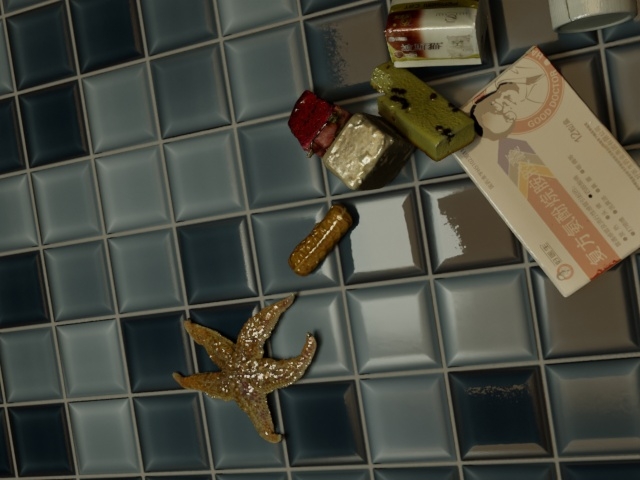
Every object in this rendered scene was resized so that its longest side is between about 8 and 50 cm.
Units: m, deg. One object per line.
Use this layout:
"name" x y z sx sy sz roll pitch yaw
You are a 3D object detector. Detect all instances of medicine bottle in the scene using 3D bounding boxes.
"medicine bottle" 0.404 -0.453 1.192 0.144 0.144 0.252 -9 90 21

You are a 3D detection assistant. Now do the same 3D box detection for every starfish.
"starfish" -0.154 0.234 1.500 0.302 0.060 0.299 7 99 21

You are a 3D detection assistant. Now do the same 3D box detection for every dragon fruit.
"dragon fruit" 0.011 -0.196 1.388 0.102 0.096 0.147 -51 34 13

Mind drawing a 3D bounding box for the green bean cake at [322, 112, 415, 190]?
"green bean cake" 0.085 -0.147 1.315 0.085 0.179 0.109 41 106 14

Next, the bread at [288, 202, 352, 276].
"bread" 0.000 0.000 1.430 0.052 0.044 0.157 45 107 15

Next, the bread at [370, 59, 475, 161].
"bread" 0.153 -0.220 1.295 0.088 0.049 0.226 -33 53 -15

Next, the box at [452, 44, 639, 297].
"box" 0.375 -0.110 1.271 0.214 0.069 0.353 -39 78 19

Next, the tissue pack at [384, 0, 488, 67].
"tissue pack" 0.191 -0.353 1.287 0.148 0.099 0.106 2 62 20
